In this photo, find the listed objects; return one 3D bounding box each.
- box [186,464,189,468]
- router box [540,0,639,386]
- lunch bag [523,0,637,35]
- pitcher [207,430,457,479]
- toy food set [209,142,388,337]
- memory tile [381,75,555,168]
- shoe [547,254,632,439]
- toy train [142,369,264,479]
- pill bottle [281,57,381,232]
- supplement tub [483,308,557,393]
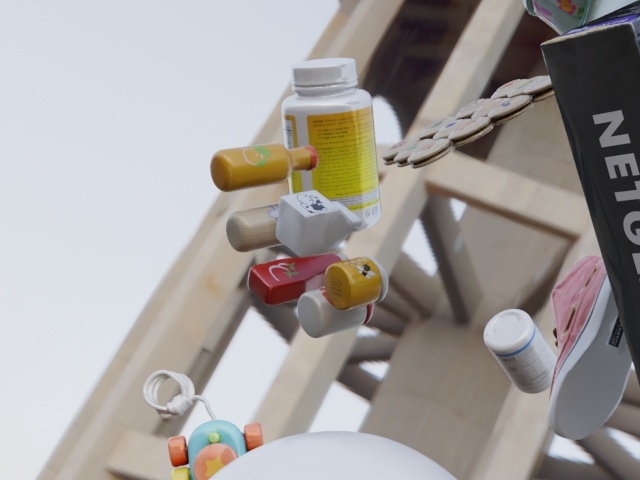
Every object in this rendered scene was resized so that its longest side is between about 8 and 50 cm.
[{"bbox_3d":[-0.076,0.290,0.976,0.186,0.145,0.038,18,-39,27],"label":"box"},{"bbox_3d":[0.308,-0.043,0.853,0.081,0.243,0.308,-6,-74,49],"label":"router box"},{"bbox_3d":[0.347,-0.363,1.243,0.108,0.224,0.279,42,-33,30],"label":"lunch bag"},{"bbox_3d":[-0.032,0.127,0.362,0.178,0.125,0.207,7,1,18],"label":"pitcher"},{"bbox_3d":[0.000,0.000,0.977,0.232,0.104,0.111,38,-49,44],"label":"toy food set"},{"bbox_3d":[0.124,-0.099,0.905,0.012,0.148,0.113,63,-8,-12],"label":"memory tile"},{"bbox_3d":[0.244,0.095,1.022,0.063,0.178,0.081,26,-6,-19],"label":"shoe"},{"bbox_3d":[-0.102,0.159,0.645,0.125,0.166,0.046,29,-16,9],"label":"toy train"},{"bbox_3d":[0.013,-0.122,1.421,0.117,0.117,0.215,6,-71,36],"label":"pill bottle"},{"bbox_3d":[0.271,0.149,1.487,0.071,0.071,0.107,2,-38,41],"label":"supplement tub"}]
